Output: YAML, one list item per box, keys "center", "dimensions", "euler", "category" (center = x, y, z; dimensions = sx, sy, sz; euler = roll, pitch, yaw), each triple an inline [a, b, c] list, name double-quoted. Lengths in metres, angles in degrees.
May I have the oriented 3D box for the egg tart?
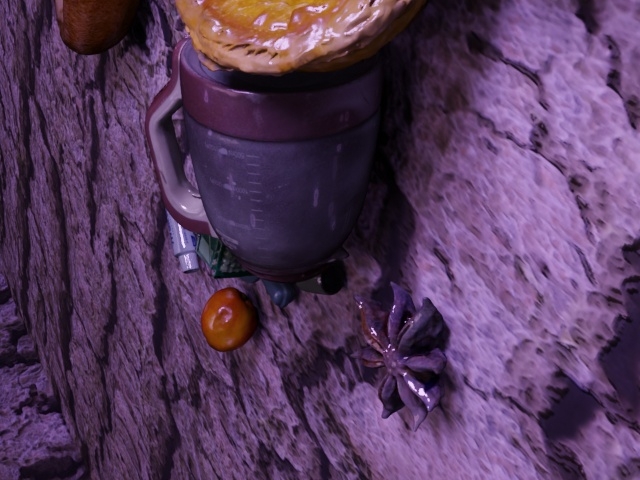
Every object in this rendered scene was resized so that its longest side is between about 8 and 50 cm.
- center: [0.007, -0.280, 0.895]
  dimensions: [0.341, 0.341, 0.129]
  euler: [46, 174, 43]
  category: "egg tart"

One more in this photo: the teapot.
- center: [-0.084, -0.102, 1.074]
  dimensions: [0.315, 0.233, 0.312]
  euler: [18, 127, 21]
  category: "teapot"

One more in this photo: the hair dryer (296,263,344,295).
- center: [0.000, 0.000, 1.206]
  dimensions: [0.071, 0.047, 0.150]
  euler: [3, 92, 58]
  category: "hair dryer"

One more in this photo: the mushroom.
- center: [-0.432, -0.531, 1.601]
  dimensions: [0.345, 0.239, 0.345]
  euler: [39, 150, 28]
  category: "mushroom"

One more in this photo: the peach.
- center: [-0.157, 0.135, 1.453]
  dimensions: [0.100, 0.100, 0.101]
  euler: [29, 125, 53]
  category: "peach"

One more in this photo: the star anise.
- center: [0.098, 0.135, 1.049]
  dimensions: [0.180, 0.061, 0.205]
  euler: [29, 128, 47]
  category: "star anise"

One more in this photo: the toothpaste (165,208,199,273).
- center: [-0.281, -0.081, 1.651]
  dimensions: [0.075, 0.048, 0.297]
  euler: [137, 120, -63]
  category: "toothpaste"

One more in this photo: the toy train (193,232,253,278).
- center: [-0.118, -0.081, 1.280]
  dimensions: [0.154, 0.115, 0.269]
  euler: [41, 123, 42]
  category: "toy train"

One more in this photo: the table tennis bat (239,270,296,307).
- center: [-0.103, 0.018, 1.385]
  dimensions: [0.237, 0.038, 0.149]
  euler: [54, 137, 41]
  category: "table tennis bat"
